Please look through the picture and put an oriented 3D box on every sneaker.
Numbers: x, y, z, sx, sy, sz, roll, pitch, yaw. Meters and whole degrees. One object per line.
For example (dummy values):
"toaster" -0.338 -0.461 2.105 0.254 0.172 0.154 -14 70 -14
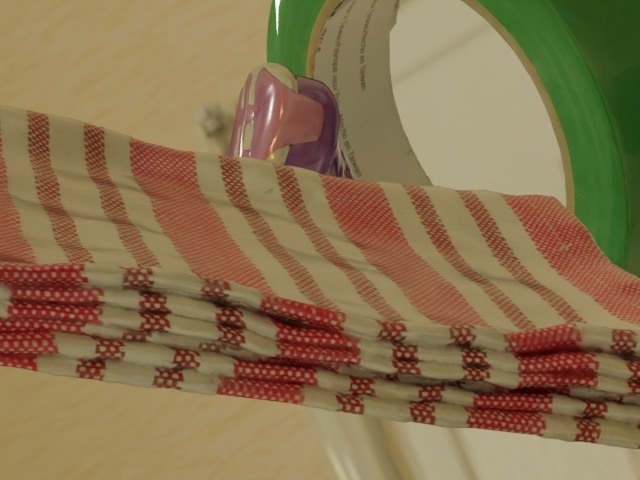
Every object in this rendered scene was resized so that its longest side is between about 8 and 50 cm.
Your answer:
"sneaker" 0.000 0.000 0.883 0.236 0.104 0.095 100 -179 -61

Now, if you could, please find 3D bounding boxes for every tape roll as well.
"tape roll" 0.097 -0.074 1.175 0.077 0.321 0.321 -27 -93 -34

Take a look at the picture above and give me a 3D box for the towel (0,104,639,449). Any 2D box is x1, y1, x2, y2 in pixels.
"towel" -0.007 0.000 0.412 0.197 0.029 0.144 9 -166 -21
